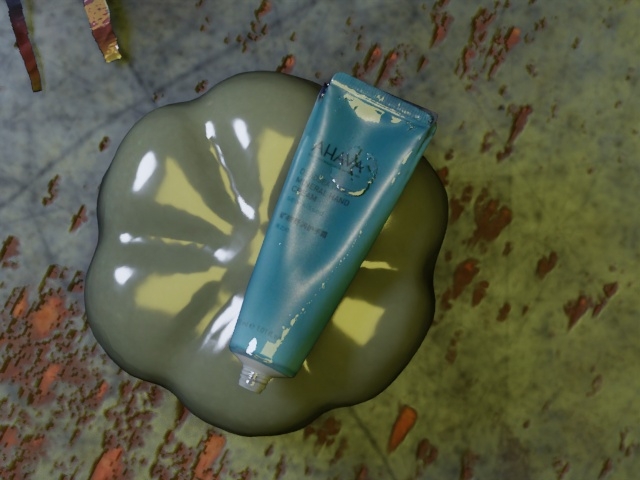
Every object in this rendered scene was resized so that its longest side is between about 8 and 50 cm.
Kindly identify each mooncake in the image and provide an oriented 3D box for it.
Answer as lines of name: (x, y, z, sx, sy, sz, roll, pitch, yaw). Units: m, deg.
mooncake: (-0.039, 0.009, 1.424, 0.275, 0.135, 0.275, 0, 91, -2)

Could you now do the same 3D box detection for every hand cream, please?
hand cream: (0.000, 0.000, 1.340, 0.083, 0.048, 0.224, 24, 85, 4)

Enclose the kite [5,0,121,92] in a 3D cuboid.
kite: (-0.259, -0.282, 1.444, 0.204, 0.022, 0.360, -23, 94, -4)
